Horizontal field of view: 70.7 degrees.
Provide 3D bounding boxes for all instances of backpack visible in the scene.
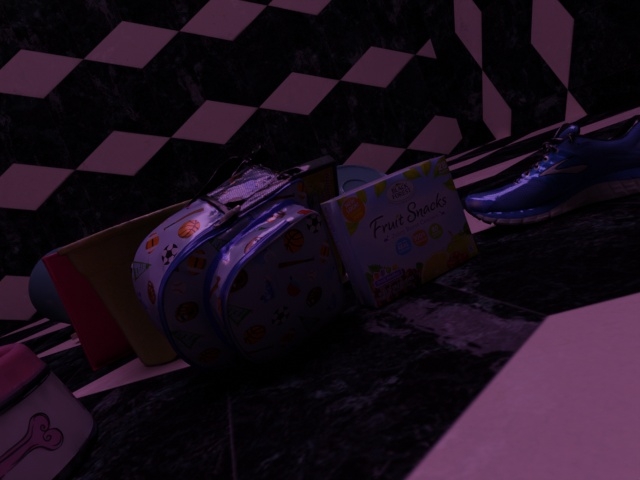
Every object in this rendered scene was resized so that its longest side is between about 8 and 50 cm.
[{"bbox_3d":[-0.109,0.053,0.632,0.263,0.276,0.213,-32,34,-20],"label":"backpack"}]

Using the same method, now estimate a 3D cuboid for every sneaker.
[{"bbox_3d":[0.415,-0.124,0.800,0.330,0.147,0.130,-19,8,16],"label":"sneaker"}]

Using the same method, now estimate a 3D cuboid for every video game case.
[{"bbox_3d":[-0.074,0.007,0.823,0.248,0.275,0.035,-23,42,-18],"label":"video game case"}]

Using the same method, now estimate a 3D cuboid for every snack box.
[{"bbox_3d":[0.127,-0.017,0.709,0.207,0.174,0.070,-23,7,-22],"label":"snack box"}]

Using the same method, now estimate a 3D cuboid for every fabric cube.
[{"bbox_3d":[-0.466,0.113,1.069,0.254,0.258,0.259,-24,8,-27],"label":"fabric cube"}]

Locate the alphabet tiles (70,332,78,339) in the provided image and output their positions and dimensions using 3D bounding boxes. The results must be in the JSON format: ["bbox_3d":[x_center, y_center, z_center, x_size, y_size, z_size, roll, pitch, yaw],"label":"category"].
[{"bbox_3d":[-0.645,0.234,1.451,0.278,0.021,0.284,-24,4,37],"label":"alphabet tiles"}]

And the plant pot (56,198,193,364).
[{"bbox_3d":[-0.299,0.082,0.857,0.276,0.254,0.276,-21,8,3],"label":"plant pot"}]

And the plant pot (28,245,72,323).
[{"bbox_3d":[-0.838,0.171,1.618,0.235,0.293,0.293,6,23,37],"label":"plant pot"}]

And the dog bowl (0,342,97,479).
[{"bbox_3d":[-0.485,0.260,0.501,0.408,0.150,0.408,-20,8,3],"label":"dog bowl"}]

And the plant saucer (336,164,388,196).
[{"bbox_3d":[0.110,-0.141,1.353,0.317,0.043,0.317,4,42,-3],"label":"plant saucer"}]
